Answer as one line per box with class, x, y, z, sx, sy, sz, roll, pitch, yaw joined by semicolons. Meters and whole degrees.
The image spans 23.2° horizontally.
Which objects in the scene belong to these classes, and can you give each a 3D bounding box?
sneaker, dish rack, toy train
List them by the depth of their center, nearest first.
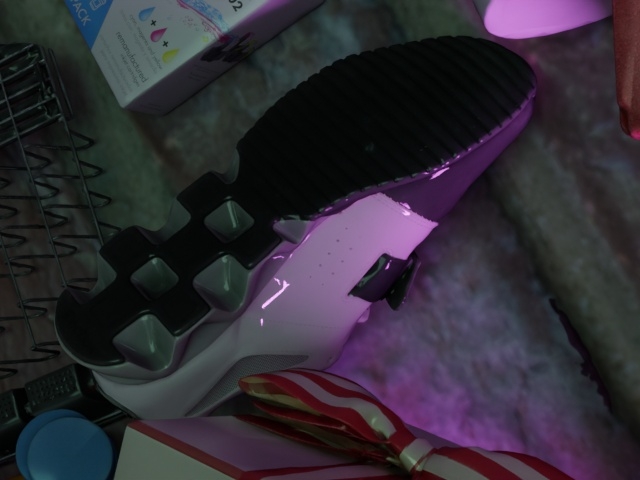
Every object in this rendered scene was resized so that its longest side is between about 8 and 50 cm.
sneaker;0.000;0.000;0.980;0.330;0.146;0.122;-34;49;-5
toy train;-0.237;0.185;0.990;0.248;0.143;0.105;-17;66;-8
dish rack;-0.223;0.008;1.080;0.208;0.074;0.271;-23;79;18

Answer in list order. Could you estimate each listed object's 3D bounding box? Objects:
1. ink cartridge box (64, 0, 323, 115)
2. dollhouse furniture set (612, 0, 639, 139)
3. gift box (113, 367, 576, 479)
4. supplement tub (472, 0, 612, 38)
ink cartridge box;-0.073;-0.176;1.030;0.181;0.061;0.104;-34;77;17
dollhouse furniture set;0.254;0.024;0.822;0.152;0.201;0.374;-3;86;21
gift box;0.029;0.217;0.884;0.255;0.276;0.258;18;99;33
supplement tub;0.117;-0.306;0.866;0.241;0.241;0.331;-27;79;18
